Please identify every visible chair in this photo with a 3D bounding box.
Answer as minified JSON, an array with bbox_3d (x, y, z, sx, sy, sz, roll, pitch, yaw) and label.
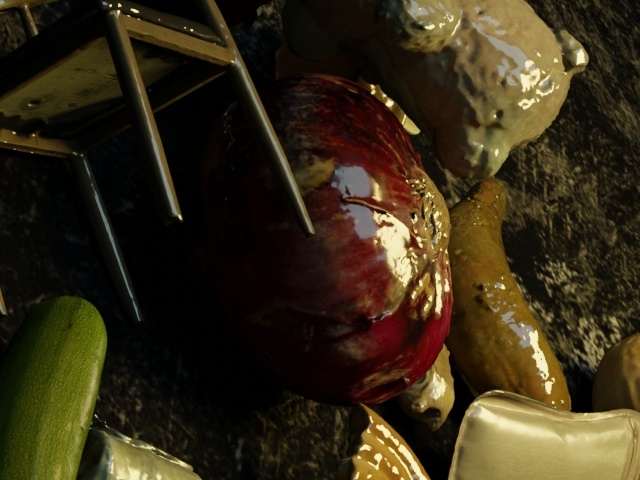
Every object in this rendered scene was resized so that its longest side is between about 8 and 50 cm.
[{"bbox_3d":[-0.152,-0.098,1.318,0.166,0.188,0.272,7,59,-57],"label":"chair"}]

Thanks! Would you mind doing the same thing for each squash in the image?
[{"bbox_3d":[-0.173,0.126,1.171,0.066,0.066,0.252,41,35,-29],"label":"squash"}]

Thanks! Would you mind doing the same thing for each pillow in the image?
[{"bbox_3d":[0.188,0.193,1.642,0.232,0.038,0.131,11,96,-41],"label":"pillow"}]

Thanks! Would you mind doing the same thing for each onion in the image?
[{"bbox_3d":[0.000,0.000,1.446,0.246,0.190,0.246,-17,90,-84],"label":"onion"}]

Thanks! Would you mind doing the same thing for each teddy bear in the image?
[{"bbox_3d":[0.071,-0.168,1.539,0.267,0.151,0.236,38,2,-2],"label":"teddy bear"}]

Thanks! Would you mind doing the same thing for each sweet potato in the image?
[{"bbox_3d":[0.143,0.068,1.718,0.124,0.098,0.310,33,37,-52],"label":"sweet potato"}]

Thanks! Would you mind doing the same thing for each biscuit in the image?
[{"bbox_3d":[0.051,0.227,1.350,0.144,0.033,0.224,45,37,-27],"label":"biscuit"}]

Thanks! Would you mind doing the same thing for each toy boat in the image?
[{"bbox_3d":[0.017,-0.122,1.687,0.061,0.116,0.188,32,34,-32],"label":"toy boat"}]

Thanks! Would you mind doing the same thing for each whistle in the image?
[{"bbox_3d":[-0.047,0.203,1.311,0.326,0.057,0.068,35,36,-37],"label":"whistle"}]

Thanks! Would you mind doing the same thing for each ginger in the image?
[{"bbox_3d":[0.073,0.079,1.648,0.069,0.051,0.173,29,34,-52],"label":"ginger"}]

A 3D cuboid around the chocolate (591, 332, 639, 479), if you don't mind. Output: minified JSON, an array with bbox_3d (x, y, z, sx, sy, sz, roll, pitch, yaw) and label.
[{"bbox_3d":[0.315,0.207,1.818,0.134,0.134,0.309,43,29,-27],"label":"chocolate"}]

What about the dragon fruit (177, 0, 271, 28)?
[{"bbox_3d":[-0.115,-0.305,1.582,0.262,0.134,0.212,23,64,-46],"label":"dragon fruit"}]

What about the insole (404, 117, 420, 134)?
[{"bbox_3d":[0.058,-0.207,1.948,0.081,0.011,0.248,26,41,-46],"label":"insole"}]
